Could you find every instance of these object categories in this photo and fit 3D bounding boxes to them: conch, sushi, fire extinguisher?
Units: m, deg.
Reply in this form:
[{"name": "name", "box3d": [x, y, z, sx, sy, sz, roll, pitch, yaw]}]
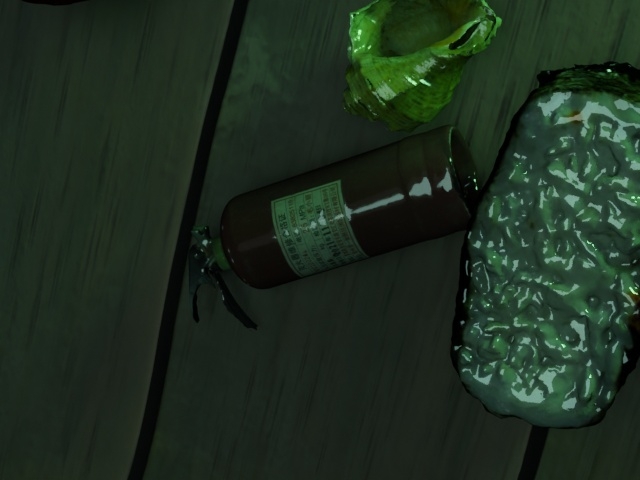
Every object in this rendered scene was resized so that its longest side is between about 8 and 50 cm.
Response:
[{"name": "conch", "box3d": [0.058, -0.123, 0.815, 0.121, 0.074, 0.089, -36, 98, 23]}, {"name": "sushi", "box3d": [0.157, 0.001, 0.777, 0.124, 0.127, 0.225, 15, 110, 13]}, {"name": "fire extinguisher", "box3d": [0.000, 0.000, 0.858, 0.231, 0.071, 0.099, -19, 110, 20]}]

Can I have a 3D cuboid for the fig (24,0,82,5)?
[{"name": "fig", "box3d": [-0.211, -0.296, 0.829, 0.190, 0.190, 0.290, -40, 70, 18]}]
